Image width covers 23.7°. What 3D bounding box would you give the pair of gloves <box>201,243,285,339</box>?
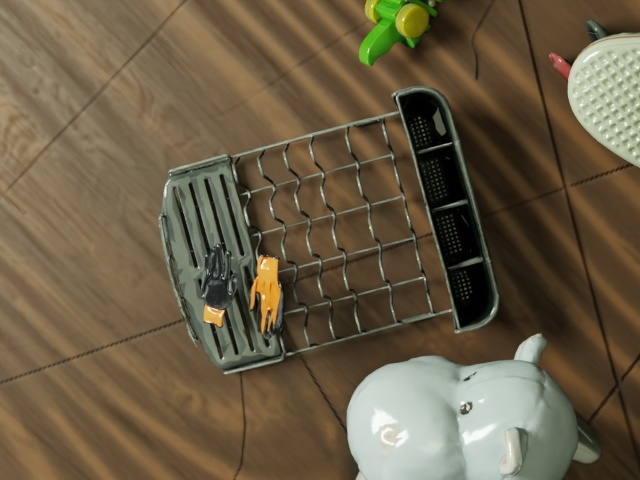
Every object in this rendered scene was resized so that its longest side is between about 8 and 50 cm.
[{"bbox_3d":[-0.065,0.042,1.281,0.083,0.010,0.074,12,108,29],"label":"pair of gloves"}]

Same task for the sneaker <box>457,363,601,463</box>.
[{"bbox_3d":[0.169,0.161,1.324,0.152,0.054,0.061,23,111,3],"label":"sneaker"}]

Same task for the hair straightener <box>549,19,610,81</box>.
[{"bbox_3d":[0.302,-0.103,1.294,0.089,0.047,0.230,-44,92,5],"label":"hair straightener"}]

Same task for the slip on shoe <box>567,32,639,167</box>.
[{"bbox_3d":[0.361,-0.106,1.254,0.331,0.101,0.123,7,116,-6],"label":"slip on shoe"}]

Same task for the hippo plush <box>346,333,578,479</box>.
[{"bbox_3d":[0.121,0.216,1.189,0.294,0.234,0.237,6,133,10],"label":"hippo plush"}]

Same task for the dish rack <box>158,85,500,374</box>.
[{"bbox_3d":[0.000,0.000,1.302,0.271,0.074,0.208,-15,92,5],"label":"dish rack"}]

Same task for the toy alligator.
[{"bbox_3d":[0.092,-0.229,1.294,0.051,0.056,0.190,22,95,-42],"label":"toy alligator"}]
